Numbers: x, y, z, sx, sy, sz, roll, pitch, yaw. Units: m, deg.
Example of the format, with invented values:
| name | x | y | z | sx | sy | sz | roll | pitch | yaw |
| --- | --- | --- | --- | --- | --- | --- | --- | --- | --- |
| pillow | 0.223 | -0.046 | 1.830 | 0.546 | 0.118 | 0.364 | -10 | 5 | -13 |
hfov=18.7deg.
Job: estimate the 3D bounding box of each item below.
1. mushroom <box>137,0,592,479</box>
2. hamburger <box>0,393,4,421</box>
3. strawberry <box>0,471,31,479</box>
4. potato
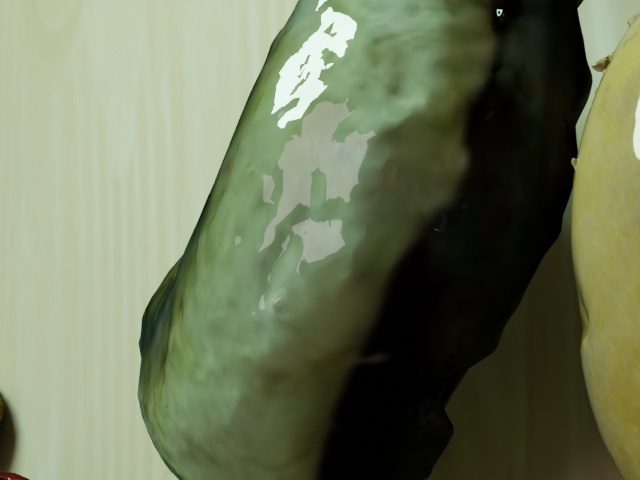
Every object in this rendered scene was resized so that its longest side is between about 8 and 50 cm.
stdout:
| name | x | y | z | sx | sy | sz | roll | pitch | yaw |
| --- | --- | --- | --- | --- | --- | --- | --- | --- | --- |
| mushroom | -0.002 | 0.000 | 0.856 | 0.344 | 0.130 | 0.247 | 124 | 152 | -55 |
| hamburger | -0.279 | 0.130 | 1.359 | 0.176 | 0.087 | 0.102 | 23 | 111 | 49 |
| strawberry | -0.250 | 0.257 | 1.114 | 0.288 | 0.238 | 0.250 | -84 | 13 | -57 |
| potato | 0.161 | 0.012 | 0.693 | 0.150 | 0.146 | 0.234 | 107 | 167 | -77 |
